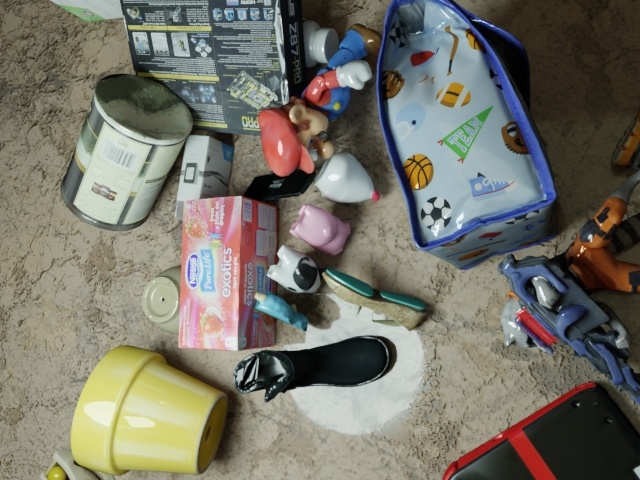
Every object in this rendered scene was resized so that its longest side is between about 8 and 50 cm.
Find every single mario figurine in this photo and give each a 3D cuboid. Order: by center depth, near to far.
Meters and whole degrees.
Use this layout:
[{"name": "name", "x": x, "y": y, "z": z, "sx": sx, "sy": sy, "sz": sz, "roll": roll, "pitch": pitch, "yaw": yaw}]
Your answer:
[{"name": "mario figurine", "x": 0.020, "y": -0.241, "z": 1.129, "sx": 0.170, "sy": 0.198, "sz": 0.320, "roll": 27, "pitch": 73, "yaw": 33}]

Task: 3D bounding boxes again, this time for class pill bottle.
[{"name": "pill bottle", "x": -0.052, "y": -0.412, "z": 1.246, "sx": 0.169, "sy": 0.094, "sz": 0.094, "roll": 13, "pitch": 90, "yaw": 25}]

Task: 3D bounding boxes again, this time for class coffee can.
[{"name": "coffee can", "x": -0.417, "y": -0.183, "z": 1.275, "sx": 0.201, "sy": 0.202, "sz": 0.275, "roll": 54, "pitch": 129, "yaw": 20}]

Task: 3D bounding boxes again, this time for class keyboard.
[{"name": "keyboard", "x": -0.076, "y": -0.112, "z": 1.227, "sx": 0.192, "sy": 0.038, "sz": 0.100, "roll": 0, "pitch": 50, "yaw": 44}]

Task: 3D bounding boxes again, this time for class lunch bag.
[{"name": "lunch bag", "x": 0.233, "y": -0.175, "z": 0.963, "sx": 0.239, "sy": 0.328, "sz": 0.385, "roll": -22, "pitch": 73, "yaw": 17}]

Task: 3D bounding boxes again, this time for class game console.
[{"name": "game console", "x": 0.419, "y": 0.477, "z": 0.960, "sx": 0.342, "sy": 0.060, "sz": 0.386, "roll": -36, "pitch": 72, "yaw": 10}]

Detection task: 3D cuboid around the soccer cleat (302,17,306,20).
[{"name": "soccer cleat", "x": -0.070, "y": -0.471, "z": 1.293, "sx": 0.083, "sy": 0.036, "sz": 0.029, "roll": 3, "pitch": 85, "yaw": 24}]

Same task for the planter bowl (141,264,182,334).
[{"name": "planter bowl", "x": -0.316, "y": 0.130, "z": 1.294, "sx": 0.162, "sy": 0.109, "sz": 0.162, "roll": -3, "pitch": 84, "yaw": 24}]

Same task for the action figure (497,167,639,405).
[{"name": "action figure", "x": 0.446, "y": 0.087, "z": 0.955, "sx": 0.330, "sy": 0.178, "sz": 0.341, "roll": -35, "pitch": 105, "yaw": 18}]

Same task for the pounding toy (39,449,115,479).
[{"name": "pounding toy", "x": -0.533, "y": 0.609, "z": 1.312, "sx": 0.269, "sy": 0.154, "sz": 0.154, "roll": 40, "pitch": 100, "yaw": 23}]

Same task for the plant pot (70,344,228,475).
[{"name": "plant pot", "x": -0.329, "y": 0.363, "z": 1.212, "sx": 0.239, "sy": 0.254, "sz": 0.253, "roll": 13, "pitch": 89, "yaw": 10}]

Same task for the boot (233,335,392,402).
[{"name": "boot", "x": -0.012, "y": 0.235, "z": 1.091, "sx": 0.247, "sy": 0.207, "sz": 0.094, "roll": -13, "pitch": 79, "yaw": 22}]

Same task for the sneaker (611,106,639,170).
[{"name": "sneaker", "x": 0.562, "y": -0.204, "z": 0.961, "sx": 0.083, "sy": 0.084, "sz": 0.214, "roll": 31, "pitch": 100, "yaw": 11}]

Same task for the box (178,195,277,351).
[{"name": "box", "x": -0.184, "y": 0.069, "z": 1.220, "sx": 0.142, "sy": 0.154, "sz": 0.299, "roll": -2, "pitch": 84, "yaw": 25}]

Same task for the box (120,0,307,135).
[{"name": "box", "x": -0.221, "y": -0.387, "z": 1.239, "sx": 0.395, "sy": 0.097, "sz": 0.318, "roll": 9, "pitch": 119, "yaw": 26}]

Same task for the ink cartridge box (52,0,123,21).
[{"name": "ink cartridge box", "x": -0.484, "y": -0.629, "z": 1.404, "sx": 0.354, "sy": 0.207, "sz": 0.119, "roll": 3, "pitch": 85, "yaw": 23}]

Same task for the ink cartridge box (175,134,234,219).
[{"name": "ink cartridge box", "x": -0.251, "y": -0.129, "z": 1.298, "sx": 0.060, "sy": 0.104, "sz": 0.180, "roll": 7, "pitch": 87, "yaw": 24}]

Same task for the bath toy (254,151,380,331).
[{"name": "bath toy", "x": 0.000, "y": 0.000, "z": 1.160, "sx": 0.129, "sy": 0.151, "sz": 0.348, "roll": 27, "pitch": 90, "yaw": -10}]

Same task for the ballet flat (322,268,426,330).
[{"name": "ballet flat", "x": 0.093, "y": 0.117, "z": 1.104, "sx": 0.206, "sy": 0.073, "sz": 0.067, "roll": 21, "pitch": 106, "yaw": 1}]
